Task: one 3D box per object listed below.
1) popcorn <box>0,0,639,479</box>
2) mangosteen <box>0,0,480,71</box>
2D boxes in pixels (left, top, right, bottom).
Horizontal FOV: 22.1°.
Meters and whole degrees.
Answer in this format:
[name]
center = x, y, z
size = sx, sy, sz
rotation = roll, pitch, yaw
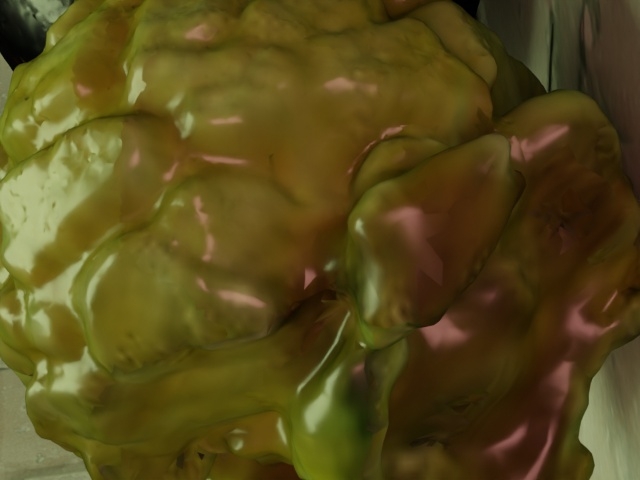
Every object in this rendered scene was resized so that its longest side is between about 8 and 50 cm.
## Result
[popcorn]
center = 0.000, 0.000, 0.644
size = 0.270, 0.257, 0.224
rotation = 82, -161, -80
[mangosteen]
center = -0.043, -0.172, 0.813
size = 0.288, 0.288, 0.288
rotation = 171, 90, -87
